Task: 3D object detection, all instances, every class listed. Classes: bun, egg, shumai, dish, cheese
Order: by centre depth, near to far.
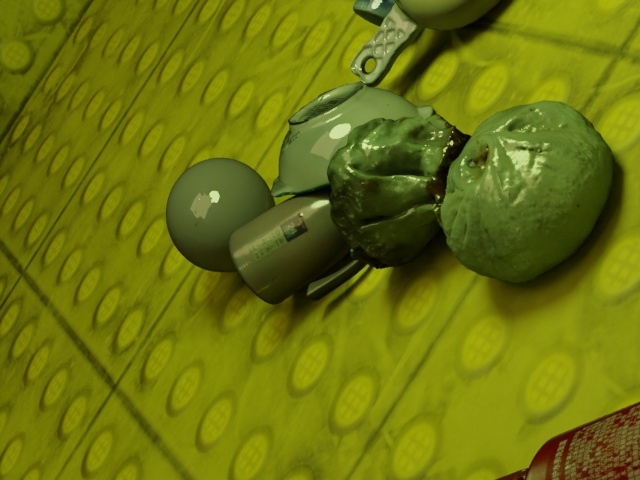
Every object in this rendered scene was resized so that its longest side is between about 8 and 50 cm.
[{"bbox_3d":[0.196,-0.059,1.490,0.195,0.118,0.195,-43,26,27],"label":"bun"},{"bbox_3d":[0.110,-0.046,1.633,0.142,0.184,0.184,25,82,42],"label":"shumai"},{"bbox_3d":[0.022,-0.139,1.835,0.224,0.078,0.246,-29,15,-1],"label":"dish"},{"bbox_3d":[0.135,-0.312,1.864,0.286,0.082,0.163,-47,55,18],"label":"cheese"},{"bbox_3d":[-0.132,-0.036,1.988,0.146,0.146,0.199,-49,20,16],"label":"egg"}]

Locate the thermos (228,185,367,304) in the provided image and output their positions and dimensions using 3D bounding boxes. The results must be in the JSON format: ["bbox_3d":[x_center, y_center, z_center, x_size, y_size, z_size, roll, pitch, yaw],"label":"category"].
[{"bbox_3d":[0.000,0.000,1.794,0.193,0.105,0.137,-31,53,21],"label":"thermos"}]

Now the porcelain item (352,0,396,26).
[{"bbox_3d":[0.131,-0.404,1.972,0.141,0.141,0.259,19,85,63],"label":"porcelain item"}]

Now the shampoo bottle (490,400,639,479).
[{"bbox_3d":[0.247,0.183,1.175,0.314,0.076,0.118,-32,36,41],"label":"shampoo bottle"}]
